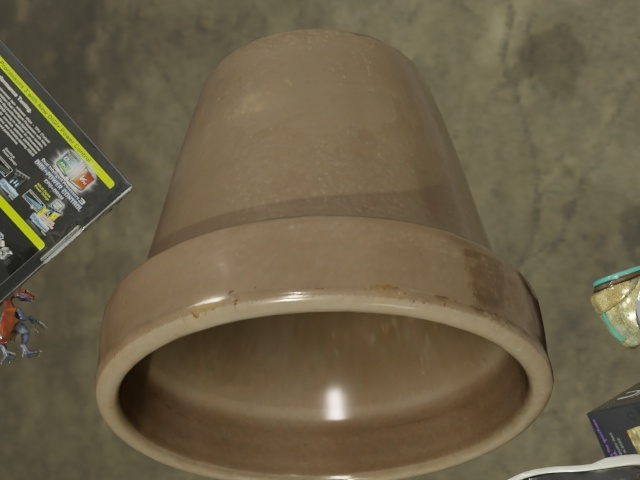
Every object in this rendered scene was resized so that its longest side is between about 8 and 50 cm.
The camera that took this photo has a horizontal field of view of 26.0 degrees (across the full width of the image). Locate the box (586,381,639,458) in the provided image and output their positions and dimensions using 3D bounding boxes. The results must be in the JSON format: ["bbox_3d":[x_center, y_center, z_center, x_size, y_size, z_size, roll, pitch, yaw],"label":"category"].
[{"bbox_3d":[0.475,0.217,1.618,0.270,0.165,0.143,-25,88,56],"label":"box"}]

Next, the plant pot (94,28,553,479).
[{"bbox_3d":[0.000,0.000,0.852,0.263,0.263,0.229,-34,46,44],"label":"plant pot"}]

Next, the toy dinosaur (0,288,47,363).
[{"bbox_3d":[-0.289,0.075,1.323,0.090,0.047,0.082,84,170,-63],"label":"toy dinosaur"}]

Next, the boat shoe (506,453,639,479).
[{"bbox_3d":[0.186,0.189,1.017,0.125,0.046,0.038,-13,50,14],"label":"boat shoe"}]

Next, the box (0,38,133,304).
[{"bbox_3d":[-0.294,-0.062,0.919,0.270,0.216,0.060,48,157,-7],"label":"box"}]

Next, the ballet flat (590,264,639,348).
[{"bbox_3d":[0.516,0.046,1.813,0.123,0.349,0.123,57,161,32],"label":"ballet flat"}]

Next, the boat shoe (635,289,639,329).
[{"bbox_3d":[0.400,0.000,1.322,0.096,0.088,0.267,34,81,22],"label":"boat shoe"}]
